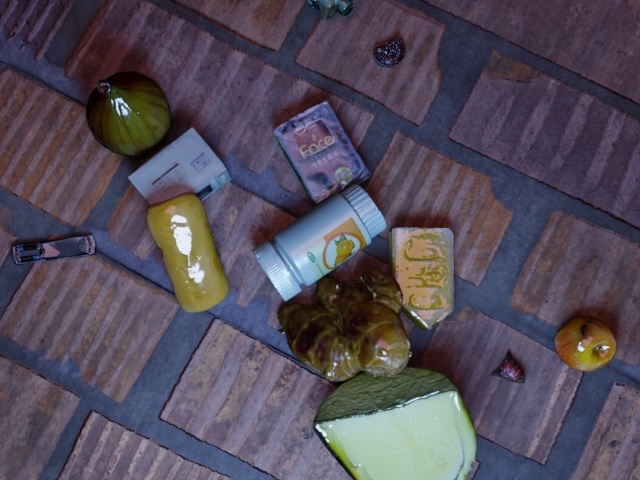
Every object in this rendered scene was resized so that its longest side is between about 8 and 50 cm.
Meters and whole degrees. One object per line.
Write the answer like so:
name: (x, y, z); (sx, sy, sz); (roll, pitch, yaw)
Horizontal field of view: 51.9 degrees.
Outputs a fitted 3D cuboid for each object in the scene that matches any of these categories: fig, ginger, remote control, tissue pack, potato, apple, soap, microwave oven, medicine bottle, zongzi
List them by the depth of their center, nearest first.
potato: (0.191, 0.450, 1.504); (0.330, 0.213, 0.280); (-19, 99, 10)
ginger: (0.053, 0.201, 1.583); (0.358, 0.152, 0.274); (-13, 65, 30)
fig: (-0.478, -0.336, 1.608); (0.217, 0.321, 0.216); (1, 81, -6)
apple: (0.658, 0.255, 1.631); (0.147, 0.146, 0.146); (0, 82, -1)
medicine bottle: (0.000, 0.000, 1.645); (0.318, 0.158, 0.158); (-35, 84, -5)
zongzi: (0.471, 0.333, 1.664); (0.073, 0.067, 0.083); (-36, 65, 6)
soap: (0.257, 0.098, 1.673); (0.160, 0.080, 0.257); (0, 81, 0)
microwave oven: (-0.356, -0.161, 1.683); (0.208, 0.122, 0.162); (-39, 84, -6)
remote control: (-0.687, 0.024, 1.698); (0.212, 0.028, 0.059); (-8, 81, -2)
tissue pack: (0.003, -0.225, 1.721); (0.173, 0.073, 0.235); (-28, 83, -6)

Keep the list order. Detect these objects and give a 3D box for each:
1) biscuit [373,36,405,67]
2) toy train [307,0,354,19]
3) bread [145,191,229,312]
biscuit: (0.188, -0.515, 1.789); (0.087, 0.027, 0.089); (6, 82, -1)
toy train: (-0.027, -0.742, 1.757); (0.129, 0.159, 0.326); (-40, 85, -4)
bread: (-0.318, 0.035, 1.610); (0.142, 0.091, 0.305); (-20, 111, -9)
